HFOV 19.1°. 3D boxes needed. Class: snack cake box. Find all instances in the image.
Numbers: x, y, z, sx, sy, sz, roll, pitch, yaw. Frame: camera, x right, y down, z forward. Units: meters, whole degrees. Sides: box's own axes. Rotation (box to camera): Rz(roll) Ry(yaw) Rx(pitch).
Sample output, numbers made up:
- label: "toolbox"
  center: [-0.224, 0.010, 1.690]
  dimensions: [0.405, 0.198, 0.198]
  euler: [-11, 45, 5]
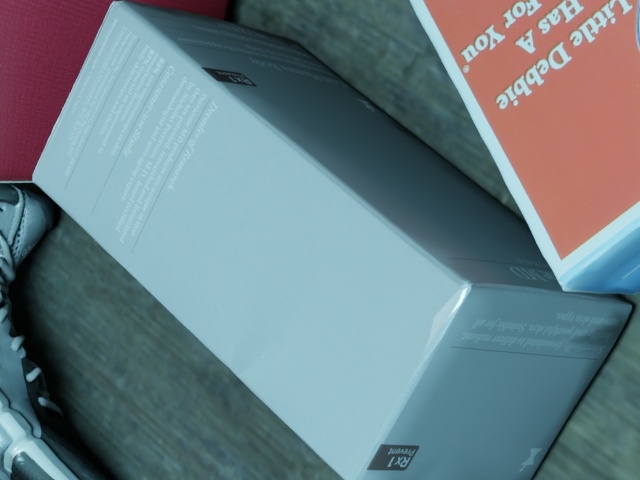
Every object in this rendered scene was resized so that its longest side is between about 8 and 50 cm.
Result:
- label: "snack cake box"
  center: [0.174, -0.112, 0.713]
  dimensions: [0.264, 0.089, 0.152]
  euler: [-39, 64, 29]

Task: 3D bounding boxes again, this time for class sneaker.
- label: "sneaker"
  center: [-0.161, 0.040, 0.975]
  dimensions: [0.229, 0.132, 0.086]
  euler: [41, 154, 5]

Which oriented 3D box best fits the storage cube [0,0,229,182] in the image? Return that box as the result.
- label: "storage cube"
  center: [-0.165, -0.140, 0.921]
  dimensions: [0.184, 0.215, 0.193]
  euler: [18, 103, 39]

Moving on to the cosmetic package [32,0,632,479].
- label: "cosmetic package"
  center: [0.000, 0.000, 0.818]
  dimensions: [0.238, 0.127, 0.107]
  euler: [37, 108, 34]
